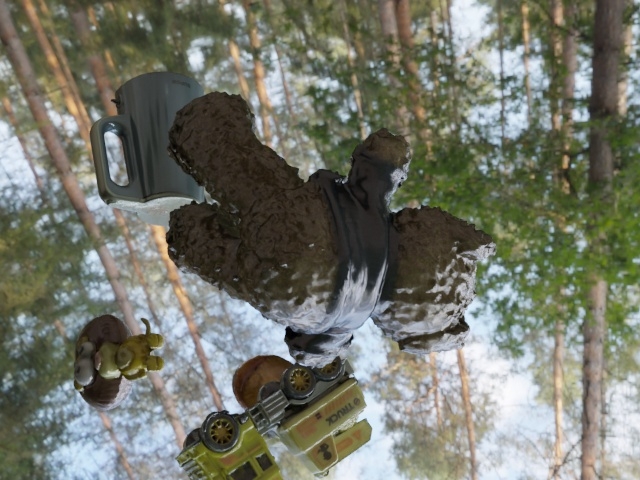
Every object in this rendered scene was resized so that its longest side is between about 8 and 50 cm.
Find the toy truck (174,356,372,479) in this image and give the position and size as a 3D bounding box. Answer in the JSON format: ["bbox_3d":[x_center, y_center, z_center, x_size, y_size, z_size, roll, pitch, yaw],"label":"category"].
[{"bbox_3d":[-0.050,0.272,1.002,0.272,0.157,0.124,-27,169,-33],"label":"toy truck"}]

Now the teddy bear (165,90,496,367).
[{"bbox_3d":[-0.005,0.008,0.511,0.252,0.181,0.129,18,-153,1],"label":"teddy bear"}]

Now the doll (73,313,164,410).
[{"bbox_3d":[-0.315,0.172,1.097,0.188,0.096,0.145,-41,-119,28],"label":"doll"}]

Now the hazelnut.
[{"bbox_3d":[-0.110,0.303,1.505,0.151,0.150,0.150,-12,-148,8],"label":"hazelnut"}]

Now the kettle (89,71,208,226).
[{"bbox_3d":[-0.294,-0.158,1.254,0.160,0.211,0.243,-32,-124,41],"label":"kettle"}]
